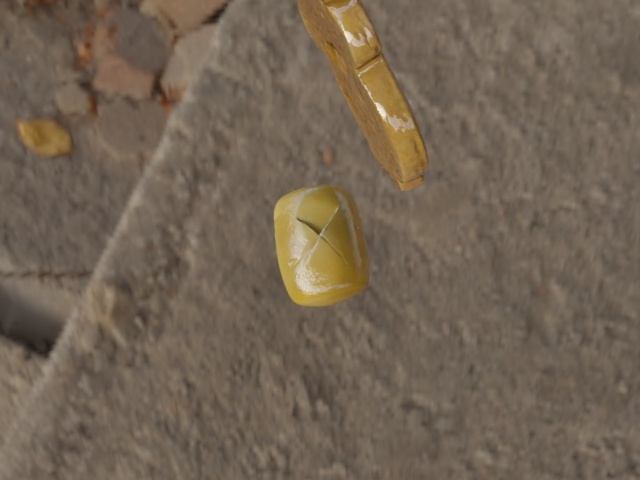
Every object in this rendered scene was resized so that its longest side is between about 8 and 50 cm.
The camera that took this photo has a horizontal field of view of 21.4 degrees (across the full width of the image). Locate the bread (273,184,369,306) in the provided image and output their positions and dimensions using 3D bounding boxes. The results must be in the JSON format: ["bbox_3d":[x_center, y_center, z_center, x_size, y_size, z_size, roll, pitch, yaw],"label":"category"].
[{"bbox_3d":[0.000,0.000,1.518,0.082,0.056,0.115,-7,65,2],"label":"bread"}]

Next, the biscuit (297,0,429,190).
[{"bbox_3d":[0.020,-0.114,1.007,0.027,0.133,0.184,-29,93,-6],"label":"biscuit"}]
